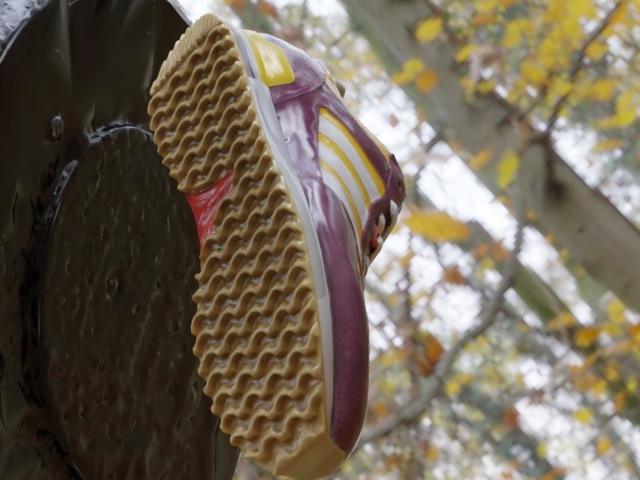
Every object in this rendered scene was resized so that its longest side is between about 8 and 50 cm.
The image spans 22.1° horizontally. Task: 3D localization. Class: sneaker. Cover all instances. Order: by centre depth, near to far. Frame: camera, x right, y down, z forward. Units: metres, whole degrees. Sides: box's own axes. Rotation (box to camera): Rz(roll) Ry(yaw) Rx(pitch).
[{"bbox_3d":[0.000,0.000,0.567,0.084,0.185,0.069,15,-43,-36],"label":"sneaker"}]

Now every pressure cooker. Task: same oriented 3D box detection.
[{"bbox_3d":[-0.278,0.034,0.874,0.375,0.420,0.370,-51,-42,-59],"label":"pressure cooker"}]
